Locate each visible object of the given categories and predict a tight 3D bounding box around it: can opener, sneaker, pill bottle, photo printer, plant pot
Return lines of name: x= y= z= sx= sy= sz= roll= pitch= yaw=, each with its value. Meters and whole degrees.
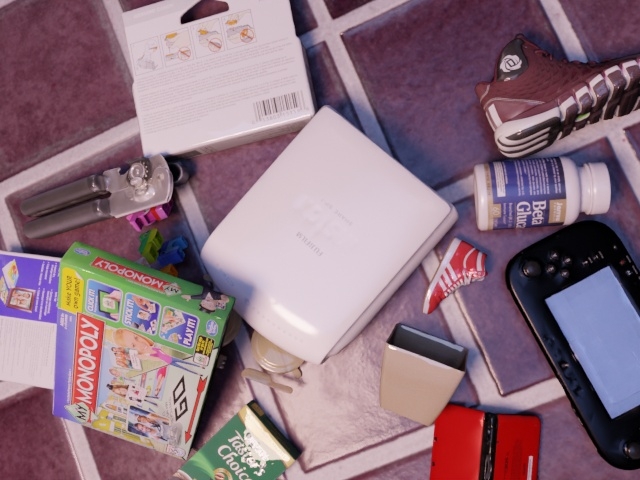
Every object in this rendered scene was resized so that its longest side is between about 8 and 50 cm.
can opener: x=-0.336 y=-0.064 z=1.046 sx=0.283 sy=0.095 sz=0.076 roll=-14 pitch=84 yaw=23
sneaker: x=0.194 y=0.060 z=0.944 sx=0.067 sy=0.042 sz=0.119 roll=26 pitch=89 yaw=15
pill bottle: x=0.298 y=-0.065 z=0.907 sx=0.169 sy=0.094 sz=0.094 roll=-4 pitch=85 yaw=11
photo printer: x=0.000 y=0.000 z=0.941 sx=0.256 sy=0.107 sz=0.307 roll=42 pitch=89 yaw=11
plant pot: x=0.134 y=0.188 z=0.918 sx=0.109 sy=0.109 sz=0.096 roll=20 pitch=102 yaw=11
sneaker: x=0.343 y=-0.238 z=0.912 sx=0.281 sy=0.106 sz=0.163 roll=-23 pitch=65 yaw=-3

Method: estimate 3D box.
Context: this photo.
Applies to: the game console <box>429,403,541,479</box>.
game console: x=0.230 y=0.307 z=0.933 sx=0.124 sy=0.085 sz=0.144 roll=7 pitch=87 yaw=-20

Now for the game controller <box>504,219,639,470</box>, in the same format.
game controller: x=0.383 y=0.135 z=0.890 sx=0.166 sy=0.067 sz=0.319 roll=-28 pitch=82 yaw=7

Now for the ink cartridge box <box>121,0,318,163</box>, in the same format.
ink cartridge box: x=-0.157 y=-0.264 z=1.027 sx=0.275 sy=0.060 sz=0.239 roll=-12 pitch=82 yaw=10

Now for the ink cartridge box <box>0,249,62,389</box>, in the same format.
ink cartridge box: x=-0.427 y=0.129 z=1.054 sx=0.208 sy=0.045 sz=0.207 roll=7 pitch=88 yaw=12

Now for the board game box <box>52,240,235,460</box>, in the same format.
board game box: x=-0.250 y=0.164 z=0.905 sx=0.213 sy=0.046 sz=0.317 roll=19 pitch=128 yaw=-1

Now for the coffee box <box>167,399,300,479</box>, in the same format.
coffee box: x=-0.132 y=0.339 z=0.984 sx=0.184 sy=0.040 sz=0.113 roll=-43 pitch=79 yaw=5

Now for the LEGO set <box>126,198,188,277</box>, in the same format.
LEGO set: x=-0.263 y=0.036 z=0.975 sx=0.093 sy=0.227 sz=0.087 roll=-21 pitch=121 yaw=13

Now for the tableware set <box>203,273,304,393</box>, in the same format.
tableware set: x=-0.109 y=0.138 z=0.996 sx=0.194 sy=0.039 sz=0.128 roll=19 pitch=74 yaw=6
